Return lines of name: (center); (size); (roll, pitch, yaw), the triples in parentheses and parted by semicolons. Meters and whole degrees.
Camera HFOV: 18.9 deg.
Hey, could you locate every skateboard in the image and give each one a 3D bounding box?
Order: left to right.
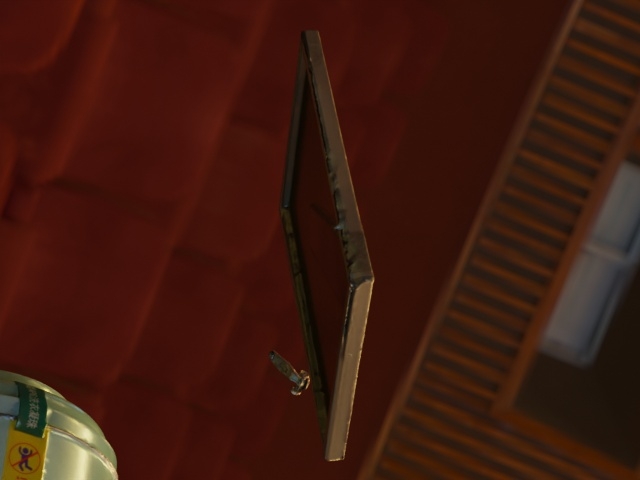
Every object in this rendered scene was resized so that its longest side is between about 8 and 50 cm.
skateboard: (-0.013, 0.144, 2.175); (0.064, 0.083, 0.032); (44, -61, 34)

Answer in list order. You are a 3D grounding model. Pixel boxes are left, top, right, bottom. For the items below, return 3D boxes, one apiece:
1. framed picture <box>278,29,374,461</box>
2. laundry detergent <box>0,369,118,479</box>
framed picture: (0.000, 0.000, 1.686); (0.232, 0.024, 0.315); (98, -13, -46)
laundry detergent: (-0.351, 0.299, 1.902); (0.287, 0.287, 0.305); (129, -30, -54)
